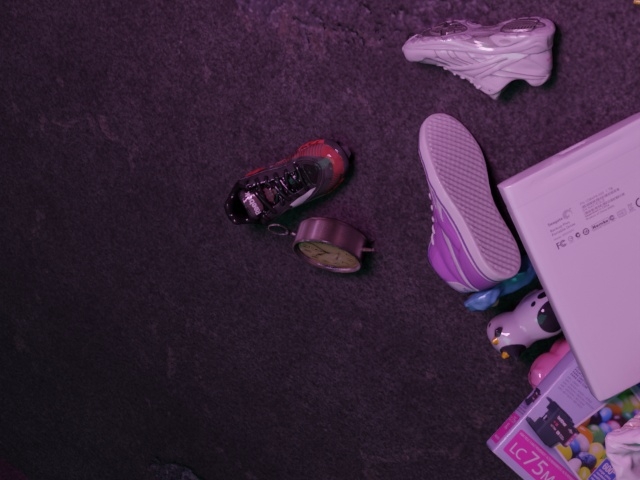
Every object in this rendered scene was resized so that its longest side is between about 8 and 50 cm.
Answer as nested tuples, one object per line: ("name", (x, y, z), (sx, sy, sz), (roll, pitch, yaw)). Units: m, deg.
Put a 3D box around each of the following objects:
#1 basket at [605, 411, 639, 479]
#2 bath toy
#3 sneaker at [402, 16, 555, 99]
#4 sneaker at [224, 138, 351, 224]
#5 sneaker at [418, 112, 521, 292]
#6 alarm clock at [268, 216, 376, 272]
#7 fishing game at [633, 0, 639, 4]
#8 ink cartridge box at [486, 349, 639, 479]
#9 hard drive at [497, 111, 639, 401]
("basket", (0.615, 0.334, 1.198), (0.331, 0.266, 0.328), (-18, 97, 49))
("bath toy", (0.382, 0.196, 1.494), (0.348, 0.129, 0.151), (50, 133, -3))
("sneaker", (0.227, -0.257, 1.345), (0.232, 0.090, 0.115), (8, 125, 32))
("sneaker", (-0.066, -0.093, 1.620), (0.276, 0.135, 0.097), (-21, 102, 40))
("sneaker", (0.198, -0.049, 1.466), (0.161, 0.102, 0.282), (-36, 70, 62))
("alarm clock", (0.000, 0.000, 1.641), (0.192, 0.064, 0.129), (15, 158, -3))
("fishing game", (0.461, -0.402, 1.123), (0.189, 0.041, 0.264), (20, 127, 20))
("ink cartridge box", (0.426, 0.262, 1.411), (0.186, 0.311, 0.065), (42, 177, -1))
("hard drive", (0.428, 0.025, 1.318), (0.233, 0.047, 0.353), (-27, 103, -1))
